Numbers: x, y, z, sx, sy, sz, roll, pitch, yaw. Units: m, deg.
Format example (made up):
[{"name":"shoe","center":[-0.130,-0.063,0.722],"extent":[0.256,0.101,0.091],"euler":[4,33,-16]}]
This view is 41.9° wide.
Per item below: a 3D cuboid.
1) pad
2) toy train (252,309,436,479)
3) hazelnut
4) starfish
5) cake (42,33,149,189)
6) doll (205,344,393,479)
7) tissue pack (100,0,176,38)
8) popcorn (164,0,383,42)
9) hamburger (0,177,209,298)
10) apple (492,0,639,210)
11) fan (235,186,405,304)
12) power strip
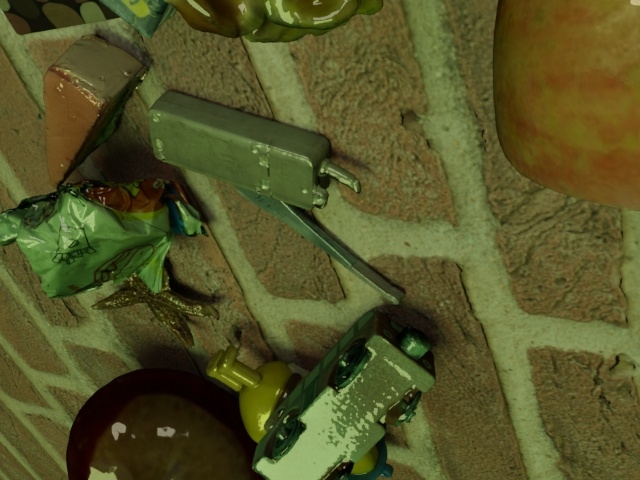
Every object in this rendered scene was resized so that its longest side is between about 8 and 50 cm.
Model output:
[{"name":"pad","center":[-0.333,-0.328,1.008],"extent":[0.235,0.003,0.158],"euler":[1,134,32]},{"name":"toy train","center":[0.039,0.238,1.216],"extent":[0.129,0.159,0.326],"euler":[37,107,-11]},{"name":"hazelnut","center":[-0.274,0.430,1.552],"extent":[0.409,0.359,0.359],"euler":[35,143,7]},{"name":"starfish","center":[-0.286,0.087,1.395],"extent":[0.277,0.062,0.235],"euler":[4,134,33]},{"name":"cake","center":[-0.313,-0.169,1.086],"extent":[0.090,0.109,0.225],"euler":[37,141,-8]},{"name":"doll","center":[-0.024,0.299,1.394],"extent":[0.363,0.145,0.199],"euler":[35,157,-11]},{"name":"tissue pack","center":[-0.230,-0.353,0.846],"extent":[0.257,0.081,0.185],"euler":[38,139,-11]},{"name":"popcorn","center":[-0.022,-0.281,0.675],"extent":[0.224,0.270,0.258],"euler":[39,-174,-5]},{"name":"hamburger","center":[-0.322,0.006,1.185],"extent":[0.276,0.150,0.261],"euler":[-12,171,27]},{"name":"apple","center":[0.274,-0.169,0.630],"extent":[0.309,0.314,0.252],"euler":[4,177,30]},{"name":"fan","center":[0.000,0.000,1.142],"extent":[0.282,0.023,0.057],"euler":[39,140,-9]},{"name":"power strip","center":[-0.080,-0.106,1.048],"extent":[0.288,0.053,0.093],"euler":[19,140,14]}]
